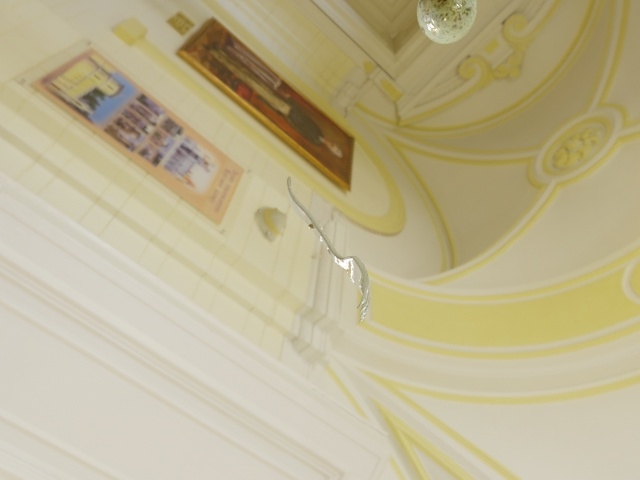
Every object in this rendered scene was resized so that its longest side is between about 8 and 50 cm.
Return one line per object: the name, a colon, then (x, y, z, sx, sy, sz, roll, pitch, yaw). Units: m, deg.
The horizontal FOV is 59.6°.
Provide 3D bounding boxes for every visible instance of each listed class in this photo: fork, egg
fork: (0.006, -0.003, 0.576, 0.028, 0.034, 0.219, -23, -136, -8)
egg: (0.182, -0.327, 0.802, 0.085, 0.085, 0.110, -49, 159, 8)
